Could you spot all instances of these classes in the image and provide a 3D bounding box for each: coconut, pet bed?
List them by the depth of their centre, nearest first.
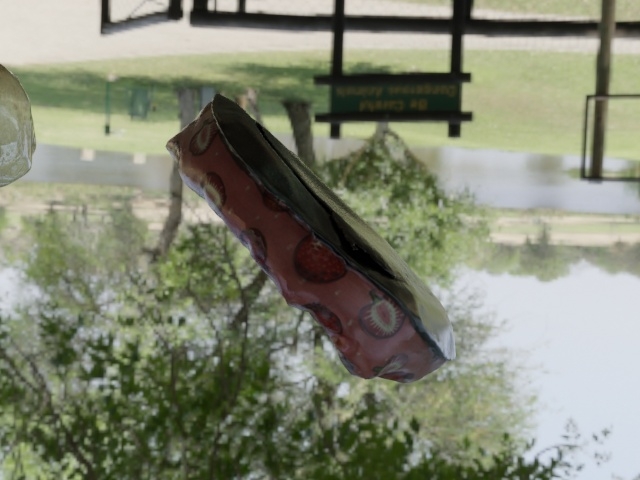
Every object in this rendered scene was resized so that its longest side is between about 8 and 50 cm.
[{"bbox_3d":[0.000,0.000,0.470,0.201,0.053,0.201,46,-173,-8],"label":"pet bed"},{"bbox_3d":[-0.514,-0.156,1.247,0.224,0.224,0.224,2,-179,0],"label":"coconut"}]
